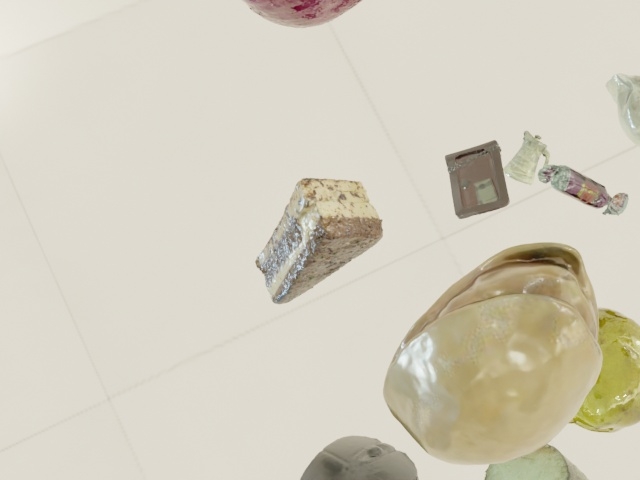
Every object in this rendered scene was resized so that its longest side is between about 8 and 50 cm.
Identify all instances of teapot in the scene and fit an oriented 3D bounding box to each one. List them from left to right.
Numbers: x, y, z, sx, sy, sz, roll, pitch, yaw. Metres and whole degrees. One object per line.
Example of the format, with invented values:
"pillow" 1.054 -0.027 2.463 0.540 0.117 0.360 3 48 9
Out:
"teapot" 0.361 -0.142 1.635 0.067 0.057 0.083 21 108 -2

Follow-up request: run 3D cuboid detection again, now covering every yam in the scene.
"yam" 0.431 0.492 1.704 0.304 0.168 0.168 44 73 -34

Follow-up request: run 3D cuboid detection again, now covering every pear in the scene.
"pear" 0.432 0.200 1.455 0.200 0.200 0.200 1 76 -5

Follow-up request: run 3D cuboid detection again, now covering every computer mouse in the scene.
"computer mouse" 0.043 0.360 1.381 0.137 0.086 0.269 26 35 23

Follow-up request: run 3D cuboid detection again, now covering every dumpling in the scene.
"dumpling" 0.622 -0.241 1.753 0.124 0.151 0.229 -44 64 -14

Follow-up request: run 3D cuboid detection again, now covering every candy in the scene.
"candy" 0.402 -0.082 1.460 0.175 0.043 0.045 22 102 -26

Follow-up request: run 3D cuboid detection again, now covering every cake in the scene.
"cake" 0.001 0.005 1.529 0.135 0.246 0.112 -9 61 -28

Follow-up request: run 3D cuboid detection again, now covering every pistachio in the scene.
"pistachio" 0.168 0.123 0.933 0.181 0.293 0.162 22 51 -7

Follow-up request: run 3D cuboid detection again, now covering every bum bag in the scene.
"bum bag" 0.298 -0.114 1.795 0.109 0.026 0.159 -15 54 17

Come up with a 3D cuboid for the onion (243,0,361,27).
"onion" -0.006 -0.377 1.274 0.250 0.247 0.111 -30 63 17
